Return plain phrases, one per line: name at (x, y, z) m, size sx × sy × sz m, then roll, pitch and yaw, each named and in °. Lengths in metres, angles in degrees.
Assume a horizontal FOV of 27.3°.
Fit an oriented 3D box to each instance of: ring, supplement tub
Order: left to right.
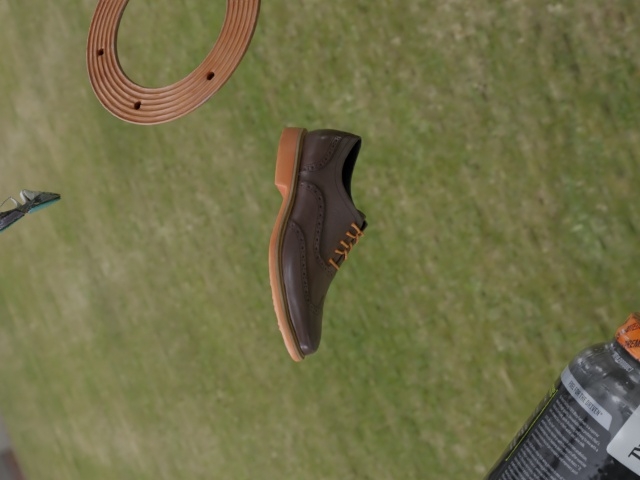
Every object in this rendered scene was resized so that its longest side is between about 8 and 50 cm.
ring at (-0.226, -0.334, 2.037) m, size 0.032 × 0.336 × 0.336 m, roll 26°, pitch -156°, yaw -53°
supplement tub at (0.307, 0.259, 1.435) m, size 0.338 × 0.207 × 0.207 m, roll -57°, pitch 43°, yaw 14°

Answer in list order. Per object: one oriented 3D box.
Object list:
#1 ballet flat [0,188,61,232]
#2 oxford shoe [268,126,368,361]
ballet flat at (-0.419, -0.049, 1.853) m, size 0.041 × 0.114 × 0.041 m, roll 35°, pitch 142°, yaw 32°
oxford shoe at (0.000, 0.000, 1.974) m, size 0.130 × 0.133 × 0.363 m, roll 52°, pitch -141°, yaw -73°
